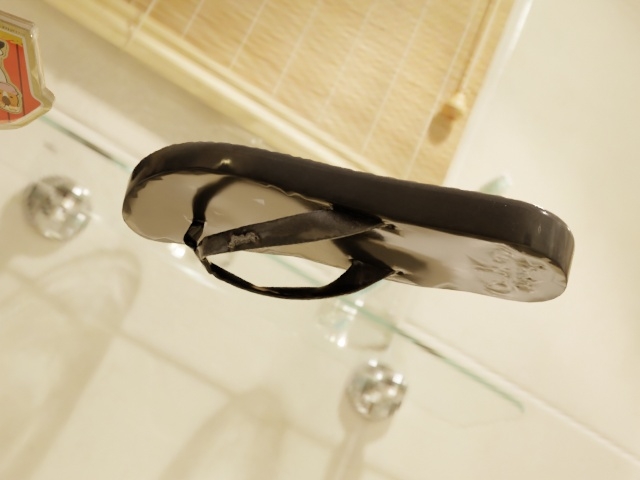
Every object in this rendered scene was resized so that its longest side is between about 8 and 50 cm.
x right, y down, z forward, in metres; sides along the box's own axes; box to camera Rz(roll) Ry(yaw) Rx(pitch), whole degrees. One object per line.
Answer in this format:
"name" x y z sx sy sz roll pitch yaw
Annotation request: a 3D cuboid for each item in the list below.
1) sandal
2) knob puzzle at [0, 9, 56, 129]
"sandal" 0.000 0.000 0.572 0.255 0.054 0.097 8 -24 23
"knob puzzle" -0.306 -0.135 0.866 0.213 0.030 0.213 15 -26 7
